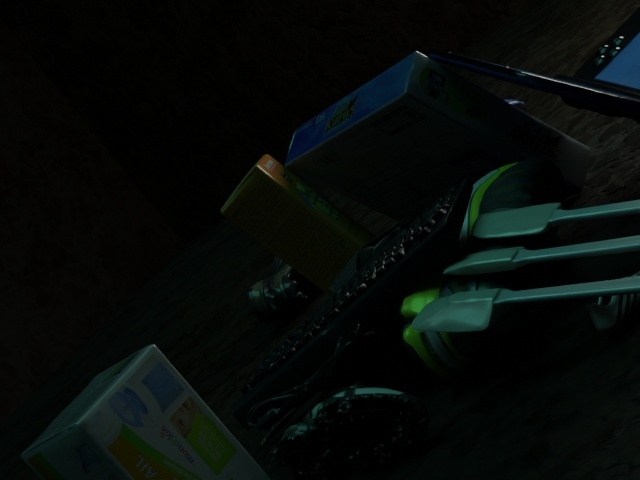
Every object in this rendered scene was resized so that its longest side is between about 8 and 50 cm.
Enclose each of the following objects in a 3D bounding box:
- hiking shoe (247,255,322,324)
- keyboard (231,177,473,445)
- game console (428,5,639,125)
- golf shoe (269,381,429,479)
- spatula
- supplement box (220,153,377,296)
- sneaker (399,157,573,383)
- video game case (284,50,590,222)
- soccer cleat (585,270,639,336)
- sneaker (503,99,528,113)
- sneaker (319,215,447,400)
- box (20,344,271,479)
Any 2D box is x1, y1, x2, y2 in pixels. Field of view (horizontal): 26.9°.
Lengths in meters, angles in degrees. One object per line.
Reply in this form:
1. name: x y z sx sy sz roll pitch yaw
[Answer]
1. hiking shoe: -0.017 0.045 2.030 0.114 0.086 0.227 -16 25 34
2. keyboard: 0.018 0.077 1.240 0.317 0.033 0.201 -45 12 32
3. game console: 0.284 -0.206 1.329 0.250 0.173 0.293 -46 19 0
4. golf shoe: 0.035 0.153 1.176 0.198 0.077 0.094 -27 14 50
5. spatula: 0.201 0.014 1.087 0.242 0.019 0.168 -7 29 38
6. supplement box: 0.000 0.000 1.571 0.080 0.233 0.078 -54 4 16
7. sneaker: 0.185 0.016 1.242 0.121 0.111 0.300 -21 24 38
8. video game case: 0.129 -0.095 1.541 0.269 0.244 0.061 -25 43 57
9. soccer cleat: 0.238 0.040 1.049 0.083 0.035 0.029 -43 9 -30
10. sneaker: 0.233 -0.119 1.850 0.087 0.083 0.221 -7 36 50
11. sneaker: 0.051 0.079 1.355 0.222 0.118 0.083 -43 10 -32
12. box: -0.134 0.210 1.145 0.103 0.203 0.114 -31 13 45
